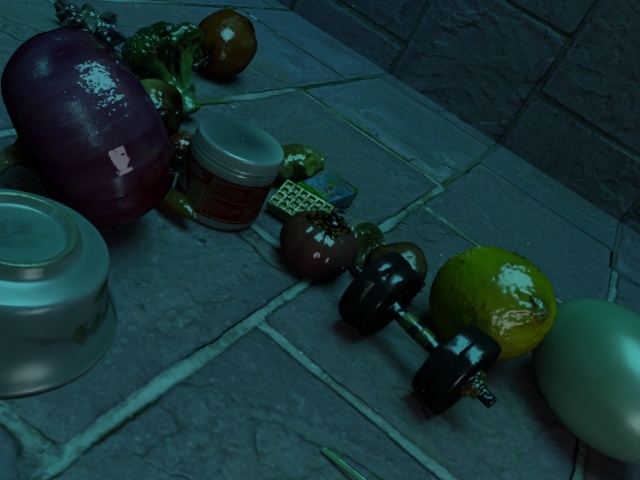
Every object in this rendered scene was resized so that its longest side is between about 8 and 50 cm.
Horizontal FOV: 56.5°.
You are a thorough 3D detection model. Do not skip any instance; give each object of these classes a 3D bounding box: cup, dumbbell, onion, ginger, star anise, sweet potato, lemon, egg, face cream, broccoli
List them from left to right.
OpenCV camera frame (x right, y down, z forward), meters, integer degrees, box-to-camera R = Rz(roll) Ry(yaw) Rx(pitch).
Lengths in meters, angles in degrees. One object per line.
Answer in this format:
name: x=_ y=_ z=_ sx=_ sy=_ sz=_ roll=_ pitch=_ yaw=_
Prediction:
cup: x=-0.453 y=0.041 z=0.866 sx=0.348 sy=0.163 sz=0.347 roll=22 pitch=31 yaw=-14
onion: x=-0.426 y=-0.182 z=1.060 sx=0.359 sy=0.358 sz=0.345 roll=33 pitch=53 yaw=6
star anise: x=-0.685 y=-0.641 z=1.773 sx=0.229 sy=0.093 sz=0.236 roll=16 pitch=31 yaw=-21
sweet potato: x=-0.332 y=-0.099 z=1.280 sx=0.058 sy=0.055 sz=0.202 roll=-25 pitch=57 yaw=-38
broccoli: x=-0.411 y=-0.468 z=1.634 sx=0.269 sy=0.269 sz=0.254 roll=39 pitch=37 yaw=16
face cream: x=-0.206 y=-0.150 z=1.333 sx=0.201 sy=0.187 sz=0.201 roll=21 pitch=31 yaw=-13
ginger: x=-0.072 y=-0.214 z=1.631 sx=0.157 sy=0.102 sz=0.216 roll=16 pitch=24 yaw=36
dumbbell: x=0.190 y=0.178 z=1.175 sx=0.388 sy=0.185 sz=0.185 roll=44 pitch=33 yaw=26
lemon: x=0.370 y=0.138 z=1.292 sx=0.254 sy=0.253 sz=0.310 roll=18 pitch=-4 yaw=-18
egg: x=0.611 y=0.288 z=1.261 sx=0.276 sy=0.276 sz=0.388 roll=11 pitch=31 yaw=-28

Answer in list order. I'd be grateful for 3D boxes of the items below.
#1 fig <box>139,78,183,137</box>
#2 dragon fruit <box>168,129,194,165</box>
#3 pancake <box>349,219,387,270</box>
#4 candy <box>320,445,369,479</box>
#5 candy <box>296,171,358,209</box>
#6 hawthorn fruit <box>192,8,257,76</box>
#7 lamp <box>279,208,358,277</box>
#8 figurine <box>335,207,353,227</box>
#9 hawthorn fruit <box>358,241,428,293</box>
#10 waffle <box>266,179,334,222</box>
fig: x=-0.448 y=-0.335 z=1.455 sx=0.231 sy=0.143 sz=0.160 roll=25 pitch=48 yaw=-10
dragon fruit: x=-0.329 y=-0.226 z=1.447 sx=0.081 sy=0.086 sz=0.116 roll=30 pitch=33 yaw=12
pancake: x=0.116 y=0.015 z=1.460 sx=0.140 sy=0.022 sz=0.139 roll=15 pitch=63 yaw=-33
candy: x=0.117 y=0.400 z=0.897 sx=0.288 sy=0.084 sz=0.078 roll=33 pitch=33 yaw=21
candy: x=0.011 y=-0.123 z=1.600 sx=0.097 sy=0.062 sz=0.195 roll=38 pitch=30 yaw=17
hawthorn fruit: x=-0.334 y=-0.632 z=1.963 sx=0.211 sy=0.211 sz=0.299 roll=30 pitch=42 yaw=2
lamp: x=0.000 y=0.000 z=1.328 sx=0.182 sy=0.140 sz=0.182 roll=17 pitch=31 yaw=-11
figurine: x=0.055 y=-0.028 z=1.508 sx=0.072 sy=0.054 sz=0.129 roll=-20 pitch=61 yaw=-34
hawthorn fruit: x=0.163 y=0.062 z=1.364 sx=0.189 sy=0.149 sz=0.149 roll=25 pitch=30 yaw=-13
waffle: x=-0.049 y=-0.078 z=1.464 sx=0.148 sy=0.042 sz=0.102 roll=32 pitch=55 yaw=10
